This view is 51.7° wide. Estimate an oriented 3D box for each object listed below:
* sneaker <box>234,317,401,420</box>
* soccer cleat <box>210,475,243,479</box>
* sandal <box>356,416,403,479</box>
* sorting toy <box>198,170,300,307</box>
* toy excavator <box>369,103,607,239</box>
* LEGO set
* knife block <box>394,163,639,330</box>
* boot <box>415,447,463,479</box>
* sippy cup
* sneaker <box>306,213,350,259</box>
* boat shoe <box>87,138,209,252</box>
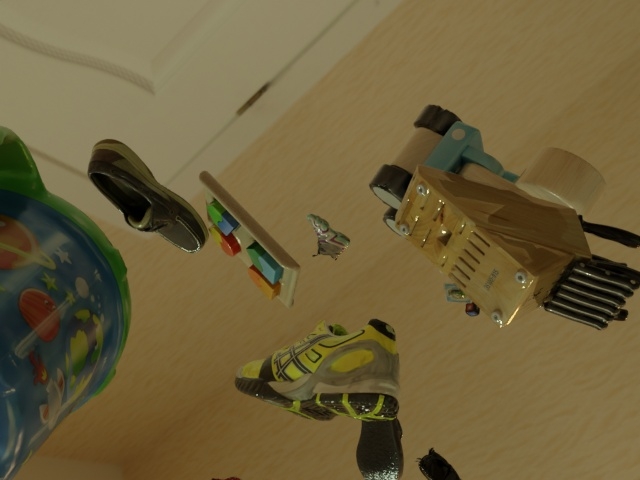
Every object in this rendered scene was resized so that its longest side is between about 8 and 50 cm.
[{"bbox_3d":[-0.002,0.221,1.129,0.145,0.384,0.147,31,-118,-35],"label":"sneaker"},{"bbox_3d":[-0.205,0.533,1.435,0.083,0.036,0.029,8,-143,-25],"label":"soccer cleat"},{"bbox_3d":[0.119,0.356,1.243,0.097,0.255,0.054,12,-158,36],"label":"sandal"},{"bbox_3d":[-0.109,0.009,0.968,0.193,0.038,0.208,45,164,12],"label":"sorting toy"},{"bbox_3d":[0.329,-0.098,1.303,0.445,0.222,0.433,30,167,29],"label":"toy excavator"},{"bbox_3d":[0.316,0.070,1.205,0.244,0.182,0.060,66,-149,-54],"label":"LEGO set"},{"bbox_3d":[0.265,-0.001,0.824,0.242,0.088,0.276,-18,-128,-38],"label":"knife block"},{"bbox_3d":[0.188,0.350,0.949,0.121,0.045,0.099,42,168,16],"label":"boot"},{"bbox_3d":[-0.276,0.084,0.493,0.306,0.240,0.224,63,180,-16],"label":"sippy cup"},{"bbox_3d":[0.000,0.000,1.253,0.098,0.069,0.038,38,-166,3],"label":"sneaker"},{"bbox_3d":[-0.254,-0.047,0.961,0.223,0.080,0.073,50,-143,-34],"label":"boat shoe"}]
